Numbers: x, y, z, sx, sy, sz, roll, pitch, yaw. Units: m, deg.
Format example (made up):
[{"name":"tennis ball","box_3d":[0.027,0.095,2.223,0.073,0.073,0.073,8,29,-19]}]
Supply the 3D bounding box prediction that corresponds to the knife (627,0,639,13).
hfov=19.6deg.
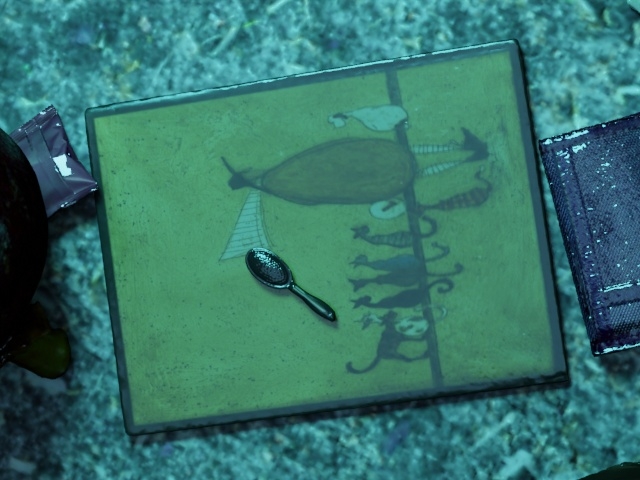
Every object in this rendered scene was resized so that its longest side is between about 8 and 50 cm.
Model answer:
[{"name":"knife","box_3d":[0.362,-0.160,1.327,0.297,0.017,0.047,5,87,14]}]

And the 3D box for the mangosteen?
[{"name":"mangosteen","box_3d":[-0.282,0.030,1.348,0.261,0.235,0.235,40,96,-25]}]

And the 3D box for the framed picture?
[{"name":"framed picture","box_3d":[0.000,0.000,1.385,0.338,0.014,0.255,-8,87,10]}]

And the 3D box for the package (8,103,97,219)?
[{"name":"package","box_3d":[-0.210,-0.056,1.418,0.059,0.029,0.083,-32,69,8]}]

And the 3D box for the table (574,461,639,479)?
[{"name":"table","box_3d":[0.273,0.233,1.226,0.193,0.169,0.173,-9,86,28]}]

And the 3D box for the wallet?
[{"name":"wallet","box_3d":[0.228,-0.008,1.337,0.111,0.030,0.166,-15,85,10]}]

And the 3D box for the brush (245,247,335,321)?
[{"name":"brush","box_3d":[-0.022,0.034,1.377,0.083,0.008,0.024,38,91,9]}]
